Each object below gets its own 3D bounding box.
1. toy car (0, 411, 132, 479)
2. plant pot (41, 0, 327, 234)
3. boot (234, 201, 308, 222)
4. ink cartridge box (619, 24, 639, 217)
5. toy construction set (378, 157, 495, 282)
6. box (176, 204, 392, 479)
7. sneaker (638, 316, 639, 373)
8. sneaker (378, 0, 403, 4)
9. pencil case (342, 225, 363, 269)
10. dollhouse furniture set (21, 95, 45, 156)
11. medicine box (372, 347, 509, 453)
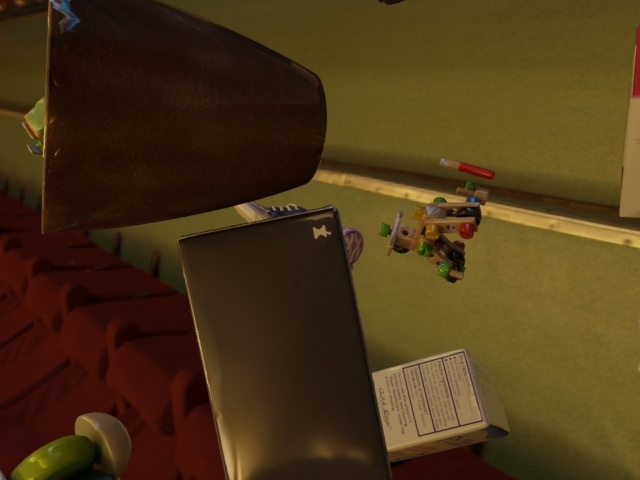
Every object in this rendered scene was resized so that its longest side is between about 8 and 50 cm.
[{"bbox_3d":[-0.255,0.274,0.684,0.136,0.159,0.182,44,132,25],"label":"toy car"},{"bbox_3d":[-0.120,-0.108,0.611,0.215,0.231,0.215,-178,90,-68],"label":"plant pot"},{"bbox_3d":[-0.081,-0.046,1.385,0.086,0.190,0.069,-53,6,-13],"label":"boot"},{"bbox_3d":[0.555,-0.227,1.085,0.130,0.309,0.271,5,126,23],"label":"ink cartridge box"},{"bbox_3d":[0.281,-0.061,1.744,0.237,0.257,0.308,18,82,10],"label":"toy construction set"},{"bbox_3d":[-0.038,0.118,0.842,0.294,0.183,0.296,-152,50,-89],"label":"box"},{"bbox_3d":[0.452,0.084,0.802,0.094,0.235,0.153,42,120,18],"label":"sneaker"},{"bbox_3d":[0.193,-0.537,1.299,0.275,0.107,0.109,5,74,46],"label":"sneaker"},{"bbox_3d":[0.000,0.000,1.482,0.206,0.086,0.088,19,114,44],"label":"pencil case"},{"bbox_3d":[-0.556,-0.218,1.374,0.076,0.059,0.151,-44,73,18],"label":"dollhouse furniture set"},{"bbox_3d":[0.198,0.337,1.361,0.290,0.263,0.149,-19,66,17],"label":"medicine box"}]
